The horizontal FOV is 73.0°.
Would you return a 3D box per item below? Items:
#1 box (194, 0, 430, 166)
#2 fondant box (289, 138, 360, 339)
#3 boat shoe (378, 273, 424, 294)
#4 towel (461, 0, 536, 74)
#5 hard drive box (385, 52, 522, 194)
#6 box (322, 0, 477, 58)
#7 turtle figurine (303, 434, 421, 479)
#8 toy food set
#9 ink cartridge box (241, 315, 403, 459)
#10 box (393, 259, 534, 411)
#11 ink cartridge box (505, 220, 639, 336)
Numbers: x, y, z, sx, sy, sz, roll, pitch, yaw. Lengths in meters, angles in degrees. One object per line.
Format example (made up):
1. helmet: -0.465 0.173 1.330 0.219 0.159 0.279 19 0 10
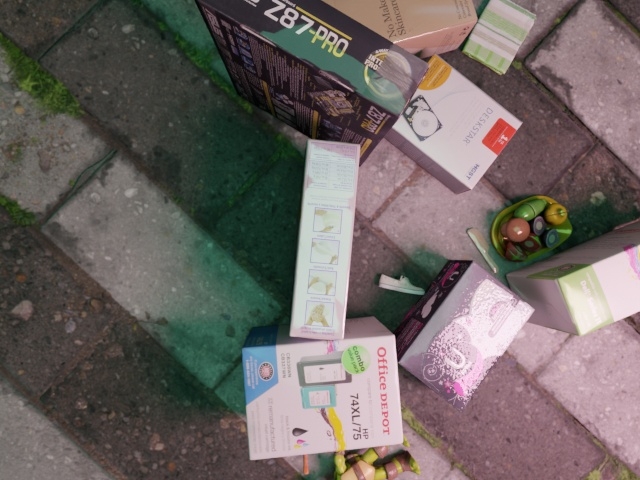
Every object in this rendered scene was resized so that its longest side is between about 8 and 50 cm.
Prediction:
1. box: -0.020 -0.271 0.749 0.318 0.395 0.097 32 89 -2
2. fondant box: 0.000 0.000 0.821 0.096 0.238 0.330 4 88 -4
3. boat shoe: 0.177 0.093 0.932 0.100 0.035 0.035 12 87 6
4. towel: 0.397 -0.460 0.967 0.113 0.023 0.152 30 89 0
5. hard drive box: 0.267 -0.241 0.918 0.232 0.089 0.181 37 87 -2
6. box: 0.140 -0.450 0.898 0.311 0.121 0.148 -18 89 -4
7. turtle figurine: 0.092 0.490 0.891 0.217 0.087 0.269 -23 81 -11
8. toy food set: 0.448 -0.018 0.931 0.218 0.071 0.128 -26 90 -3
9. ink cartridge box: 0.000 0.269 0.835 0.270 0.197 0.198 -5 89 -4
10. box: 0.275 0.184 0.881 0.163 0.142 0.247 38 87 -1
11. ink cartridge box: 0.595 0.060 0.869 0.353 0.207 0.119 -22 89 -3
